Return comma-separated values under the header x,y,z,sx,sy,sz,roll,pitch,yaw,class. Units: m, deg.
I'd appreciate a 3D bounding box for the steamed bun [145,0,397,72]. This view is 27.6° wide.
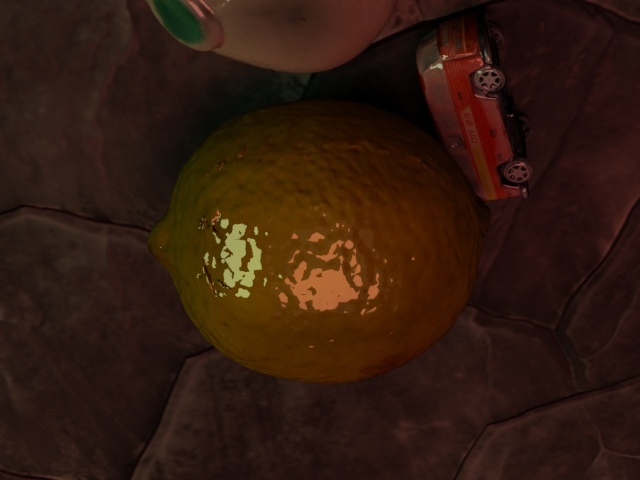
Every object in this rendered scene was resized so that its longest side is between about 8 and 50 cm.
x,y,z,sx,sy,sz,roll,pitch,yaw,class
-0.044,-0.211,0.998,0.228,0.130,0.177,24,124,-26,steamed bun

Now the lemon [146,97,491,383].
x,y,z,sx,sy,sz,roll,pitch,yaw,class
0.001,0.000,1.103,0.267,0.267,0.267,-3,130,-3,lemon

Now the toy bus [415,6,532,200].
x,y,z,sx,sy,sz,roll,pitch,yaw,class
0.134,-0.115,1.132,0.077,0.079,0.174,-11,130,16,toy bus
